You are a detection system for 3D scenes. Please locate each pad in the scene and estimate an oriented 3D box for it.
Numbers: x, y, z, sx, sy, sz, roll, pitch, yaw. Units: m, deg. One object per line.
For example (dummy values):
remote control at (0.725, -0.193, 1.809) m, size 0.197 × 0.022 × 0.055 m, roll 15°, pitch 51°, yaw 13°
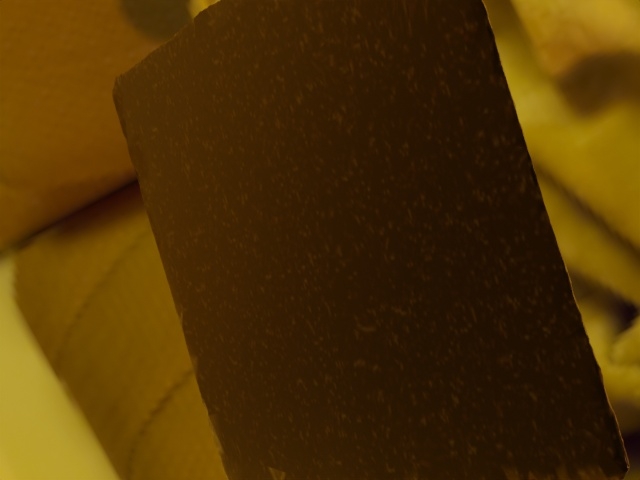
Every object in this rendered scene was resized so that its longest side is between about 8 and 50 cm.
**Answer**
pad at (0.000, 0.000, 0.753) m, size 0.330 × 0.004 × 0.220 m, roll -20°, pitch 86°, yaw 63°
